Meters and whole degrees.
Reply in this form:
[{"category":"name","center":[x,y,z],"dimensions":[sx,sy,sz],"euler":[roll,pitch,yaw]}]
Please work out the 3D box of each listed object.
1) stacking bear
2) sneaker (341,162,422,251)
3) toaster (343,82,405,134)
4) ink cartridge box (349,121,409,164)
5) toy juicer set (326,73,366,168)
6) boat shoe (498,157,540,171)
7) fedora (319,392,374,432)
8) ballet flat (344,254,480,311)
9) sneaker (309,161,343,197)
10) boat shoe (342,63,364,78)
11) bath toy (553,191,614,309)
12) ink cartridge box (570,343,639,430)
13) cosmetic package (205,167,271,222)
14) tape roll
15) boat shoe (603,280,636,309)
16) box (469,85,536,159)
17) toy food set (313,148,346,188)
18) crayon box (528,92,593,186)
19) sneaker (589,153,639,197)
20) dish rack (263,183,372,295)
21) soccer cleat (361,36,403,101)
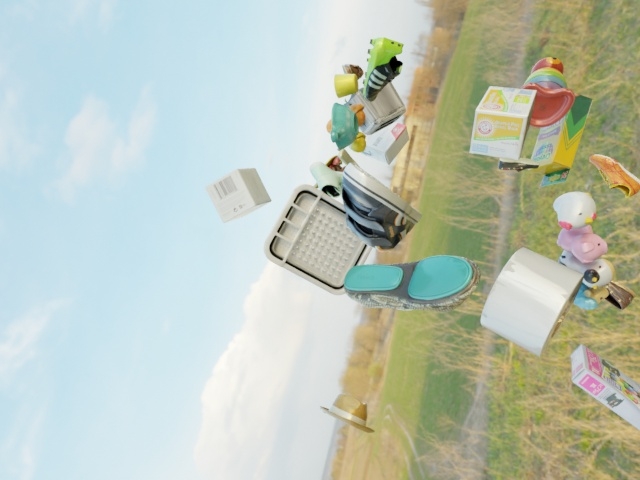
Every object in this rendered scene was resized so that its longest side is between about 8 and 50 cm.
[{"category":"stacking bear","center":[0.808,-0.554,1.723],"dimensions":[0.164,0.175,0.289],"euler":[87,-157,-50]},{"category":"sneaker","center":[0.115,-0.052,0.993],"dimensions":[0.127,0.126,0.321],"euler":[-52,-30,8]},{"category":"toaster","center":[0.205,-0.484,1.731],"dimensions":[0.227,0.146,0.129],"euler":[-32,-1,-28]},{"category":"ink cartridge box","center":[0.237,-0.430,2.013],"dimensions":[0.159,0.217,0.092],"euler":[-51,-33,-13]},{"category":"toy juicer set","center":[0.071,-0.308,1.401],"dimensions":[0.209,0.089,0.329],"euler":[59,-148,-55]},{"category":"boat shoe","center":[0.665,-0.253,1.607],"dimensions":[0.049,0.132,0.042],"euler":[-79,-8,-62]},{"category":"fedora","center":[0.092,0.527,1.485],"dimensions":[0.194,0.194,0.079],"euler":[83,-150,-71]},{"category":"ballet flat","center":[0.280,0.141,1.394],"dimensions":[0.182,0.482,0.164],"euler":[41,-120,-30]},{"category":"sneaker","center":[0.065,-0.215,1.977],"dimensions":[0.094,0.255,0.151],"euler":[-40,53,28]},{"category":"boat shoe","center":[0.119,-0.607,1.719],"dimensions":[0.064,0.060,0.178],"euler":[67,-163,-8]},{"category":"bath toy","center":[0.734,0.029,1.347],"dimensions":[0.129,0.151,0.348],"euler":[-48,-53,-35]},{"category":"ink cartridge box","center":[0.848,0.433,1.324],"dimensions":[0.065,0.311,0.185],"euler":[-57,-16,24]},{"category":"cosmetic package","center":[-0.304,-0.173,1.803],"dimensions":[0.152,0.151,0.183],"euler":[63,-163,-2]},{"category":"tape roll","center":[0.568,0.165,1.289],"dimensions":[0.246,0.169,0.246],"euler":[-35,-39,-35]},{"category":"boat shoe","center":[0.949,0.151,1.625],"dimensions":[0.073,0.207,0.073],"euler":[-45,-36,-7]},{"category":"box","center":[0.428,-0.280,1.121],"dimensions":[0.203,0.114,0.103],"euler":[-51,-34,-49]},{"category":"toy food set","center":[0.060,-0.302,2.118],"dimensions":[0.218,0.071,0.128],"euler":[-52,-18,3]},{"category":"crayon box","center":[0.902,-0.373,1.828],"dimensions":[0.202,0.081,0.319],"euler":[164,124,-88]},{"category":"sneaker","center":[0.908,-0.203,1.488],"dimensions":[0.067,0.175,0.064],"euler":[-45,-18,2]},{"category":"dish rack","center":[0.000,0.000,1.626],"dimensions":[0.286,0.332,0.072],"euler":[-62,10,-5]},{"category":"soccer cleat","center":[0.125,-0.337,0.974],"dimensions":[0.179,0.072,0.060],"euler":[92,-169,-72]}]
